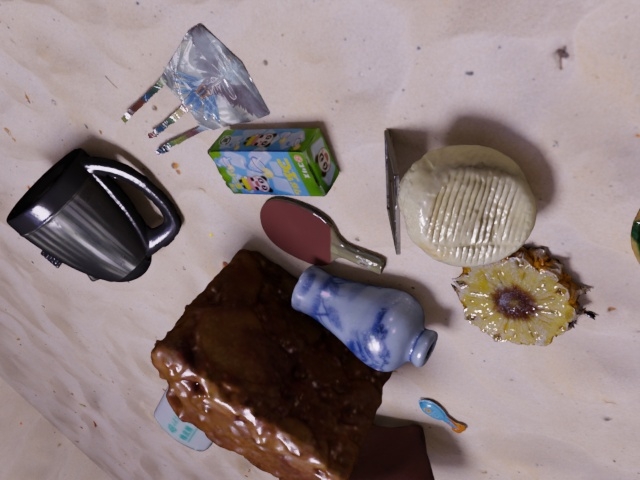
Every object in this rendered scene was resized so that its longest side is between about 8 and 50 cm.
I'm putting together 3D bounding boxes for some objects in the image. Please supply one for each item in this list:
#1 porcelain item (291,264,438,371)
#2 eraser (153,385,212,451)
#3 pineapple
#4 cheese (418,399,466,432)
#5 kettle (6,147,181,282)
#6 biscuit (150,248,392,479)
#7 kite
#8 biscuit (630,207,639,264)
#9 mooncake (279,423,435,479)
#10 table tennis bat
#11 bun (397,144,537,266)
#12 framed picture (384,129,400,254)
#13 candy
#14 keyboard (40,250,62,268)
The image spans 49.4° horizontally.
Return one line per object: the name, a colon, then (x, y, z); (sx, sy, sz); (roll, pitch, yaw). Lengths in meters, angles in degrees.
porcelain item: (0.077, 0.133, 1.214); (0.259, 0.141, 0.141); (27, 141, 23)
eraser: (-0.337, 0.454, 1.874); (0.189, 0.104, 0.290); (38, 141, 3)
pineapple: (0.305, 0.089, 1.066); (0.221, 0.047, 0.221); (19, 138, 18)
cheese: (0.244, 0.355, 1.408); (0.111, 0.017, 0.047); (36, 145, -1)
kettle: (-0.439, -0.037, 1.404); (0.271, 0.251, 0.207); (49, 170, -26)
biscuit: (-0.081, 0.237, 1.263); (0.395, 0.343, 0.166); (38, 131, -1)
kite: (-0.227, -0.235, 1.151); (0.309, 0.015, 0.169); (-15, 121, 40)
biscuit: (0.551, 0.029, 0.812); (0.343, 0.057, 0.287); (38, 142, -3)
mooncake: (0.075, 0.496, 1.473); (0.325, 0.334, 0.174); (-12, 105, 8)
table tennis bat: (0.000, 0.000, 1.225); (0.246, 0.022, 0.138); (24, 141, 18)
bun: (0.192, -0.049, 0.934); (0.188, 0.111, 0.164); (1, 118, -9)
framed picture: (0.105, -0.069, 1.009); (0.011, 0.109, 0.149); (-6, 133, 2)
candy: (-0.076, -0.124, 1.109); (0.194, 0.062, 0.097); (5, 139, 33)
keyboard: (-0.643, 0.013, 1.715); (0.061, 0.013, 0.204); (43, 141, -10)
